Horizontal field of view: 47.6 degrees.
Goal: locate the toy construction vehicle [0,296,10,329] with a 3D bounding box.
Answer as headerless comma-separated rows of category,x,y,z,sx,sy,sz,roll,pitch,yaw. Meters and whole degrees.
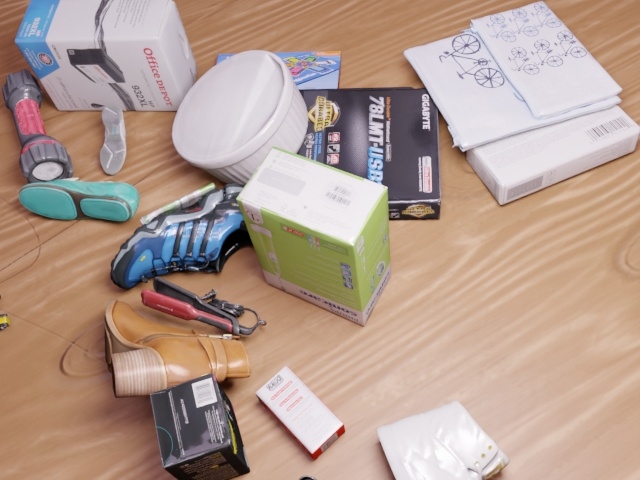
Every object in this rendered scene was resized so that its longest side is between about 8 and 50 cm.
toy construction vehicle,-0.631,0.139,1.360,0.098,0.035,0.085,-17,69,-1

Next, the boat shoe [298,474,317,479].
boat shoe,0.003,0.417,1.096,0.049,0.042,0.133,-28,60,-13

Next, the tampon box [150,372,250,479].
tampon box,-0.183,0.299,1.122,0.102,0.161,0.120,-18,59,-4

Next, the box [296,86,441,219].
box,0.088,-0.176,1.440,0.294,0.073,0.295,0,59,8

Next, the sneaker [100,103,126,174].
sneaker,-0.433,-0.209,1.540,0.054,0.061,0.152,0,77,-2

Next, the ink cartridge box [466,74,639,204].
ink cartridge box,0.422,-0.229,1.431,0.297,0.066,0.261,-22,54,-7

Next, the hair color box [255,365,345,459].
hair color box,-0.033,0.280,1.184,0.072,0.043,0.141,-40,63,-17

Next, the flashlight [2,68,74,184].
flashlight,-0.612,-0.246,1.553,0.103,0.103,0.304,-23,59,-6

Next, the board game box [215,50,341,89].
board game box,-0.098,-0.356,1.600,0.282,0.027,0.145,1,60,8

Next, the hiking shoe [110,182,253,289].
hiking shoe,-0.242,0.013,1.339,0.304,0.113,0.132,-32,66,-8

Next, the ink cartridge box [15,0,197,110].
ink cartridge box,-0.446,-0.393,1.552,0.308,0.223,0.129,2,59,8

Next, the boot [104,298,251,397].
boot,-0.251,0.171,1.238,0.220,0.108,0.283,-4,15,-21

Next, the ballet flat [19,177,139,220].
ballet flat,-0.476,-0.087,1.461,0.248,0.083,0.087,6,35,11

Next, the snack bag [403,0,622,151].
snack bag,0.369,-0.340,1.452,0.343,0.037,0.323,-17,55,-5

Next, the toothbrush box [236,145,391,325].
toothbrush box,0.000,0.000,1.213,0.206,0.283,0.122,22,62,20

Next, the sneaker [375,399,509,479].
sneaker,0.212,0.373,1.058,0.169,0.108,0.292,-22,57,-3

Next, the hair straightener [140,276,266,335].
hair straightener,-0.199,0.110,1.294,0.231,0.047,0.089,14,37,13

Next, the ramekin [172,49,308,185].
ramekin,-0.147,-0.230,1.427,0.273,0.127,0.272,-17,53,25

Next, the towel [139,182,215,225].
towel,-0.268,-0.056,1.390,0.152,0.113,0.023,-27,84,-12
